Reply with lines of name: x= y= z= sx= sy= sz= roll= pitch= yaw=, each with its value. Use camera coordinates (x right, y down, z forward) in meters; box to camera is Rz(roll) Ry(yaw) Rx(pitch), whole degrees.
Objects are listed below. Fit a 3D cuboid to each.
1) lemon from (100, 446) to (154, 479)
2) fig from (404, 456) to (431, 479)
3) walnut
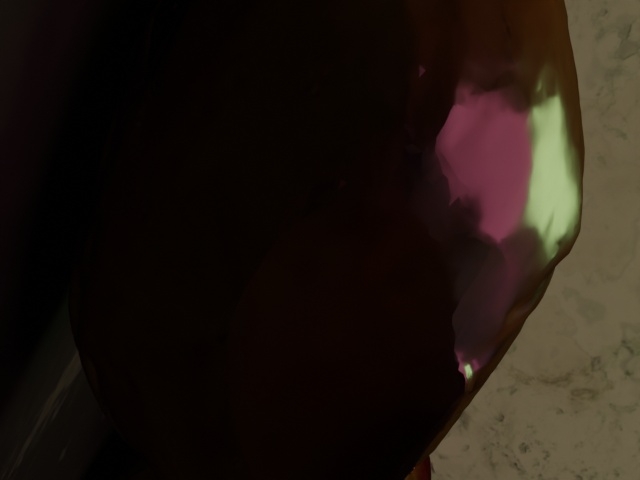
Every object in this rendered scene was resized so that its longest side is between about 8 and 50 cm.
lemon: x=-0.042 y=0.186 z=0.948 sx=0.192 sy=0.192 sz=0.231 roll=-64 pitch=178 yaw=24
fig: x=-0.029 y=0.188 z=1.185 sx=0.224 sy=0.224 sz=0.263 roll=-62 pitch=180 yaw=-16
walnut: x=0.000 y=0.000 z=0.477 sx=0.245 sy=0.137 sz=0.137 roll=103 pitch=11 yaw=-45
